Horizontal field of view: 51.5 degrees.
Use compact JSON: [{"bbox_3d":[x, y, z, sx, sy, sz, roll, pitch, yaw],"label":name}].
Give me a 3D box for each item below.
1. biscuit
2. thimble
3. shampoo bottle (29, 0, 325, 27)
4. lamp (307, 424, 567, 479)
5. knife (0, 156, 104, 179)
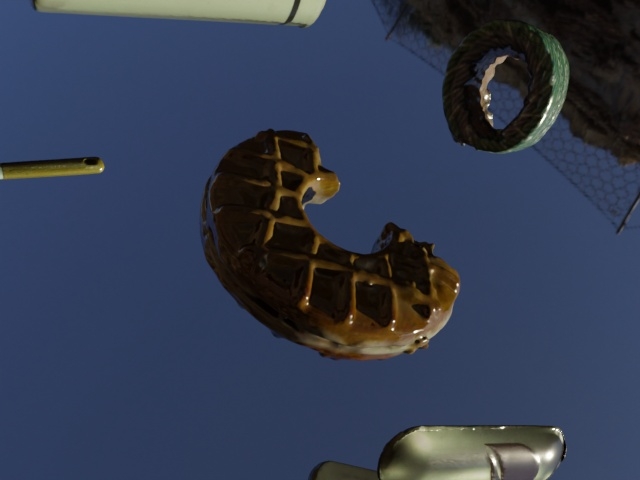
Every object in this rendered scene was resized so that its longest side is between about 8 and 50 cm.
[{"bbox_3d":[-0.003,0.013,0.846,0.366,0.115,0.268,41,-137,12],"label":"biscuit"},{"bbox_3d":[0.197,-0.160,0.702,0.118,0.090,0.135,15,-74,31],"label":"thimble"},{"bbox_3d":[-0.125,-0.204,0.477,0.262,0.085,0.085,-5,-122,-24],"label":"shampoo bottle"},{"bbox_3d":[0.062,0.248,0.610,0.203,0.283,0.124,23,-127,-30],"label":"lamp"},{"bbox_3d":[-0.465,-0.088,0.901,0.343,0.027,0.061,-7,-127,-32],"label":"knife"}]
